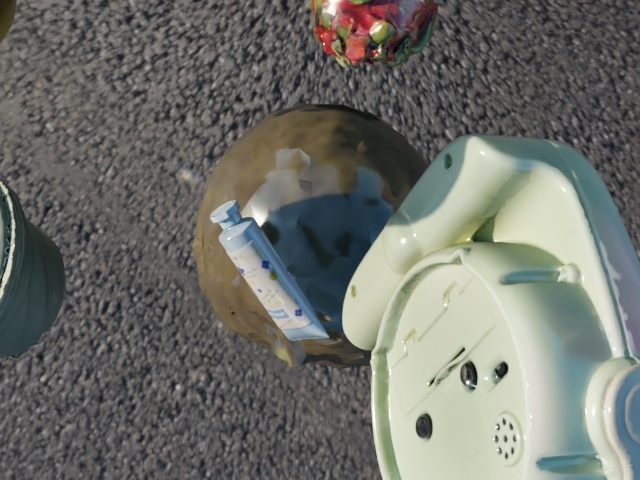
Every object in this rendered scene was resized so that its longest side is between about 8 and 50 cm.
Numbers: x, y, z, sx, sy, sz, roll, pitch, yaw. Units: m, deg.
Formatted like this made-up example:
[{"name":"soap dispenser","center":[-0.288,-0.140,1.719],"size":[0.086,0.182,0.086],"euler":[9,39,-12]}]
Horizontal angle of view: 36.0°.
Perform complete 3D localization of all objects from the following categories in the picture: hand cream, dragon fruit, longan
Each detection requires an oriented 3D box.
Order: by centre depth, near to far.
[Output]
[{"name":"hand cream","center":[-0.055,0.035,1.012],"size":[0.065,0.043,0.171],"euler":[-10,120,49]},{"name":"longan","center":[0.000,0.000,1.413],"size":[0.391,0.391,0.391],"euler":[0,108,1]},{"name":"dragon fruit","center":[0.100,-0.448,1.777],"size":[0.231,0.303,0.237],"euler":[10,149,-2]}]

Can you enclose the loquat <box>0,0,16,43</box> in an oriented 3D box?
[{"name":"loquat","center":[-0.439,-0.274,1.146],"size":[0.149,0.172,0.204],"euler":[24,111,-1]}]

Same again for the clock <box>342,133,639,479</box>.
[{"name":"clock","center":[0.127,0.110,0.691],"size":[0.108,0.324,0.265],"euler":[3,144,-24]}]

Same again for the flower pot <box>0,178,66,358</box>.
[{"name":"flower pot","center":[-0.371,0.044,1.071],"size":[0.235,0.235,0.140],"euler":[-41,144,13]}]
